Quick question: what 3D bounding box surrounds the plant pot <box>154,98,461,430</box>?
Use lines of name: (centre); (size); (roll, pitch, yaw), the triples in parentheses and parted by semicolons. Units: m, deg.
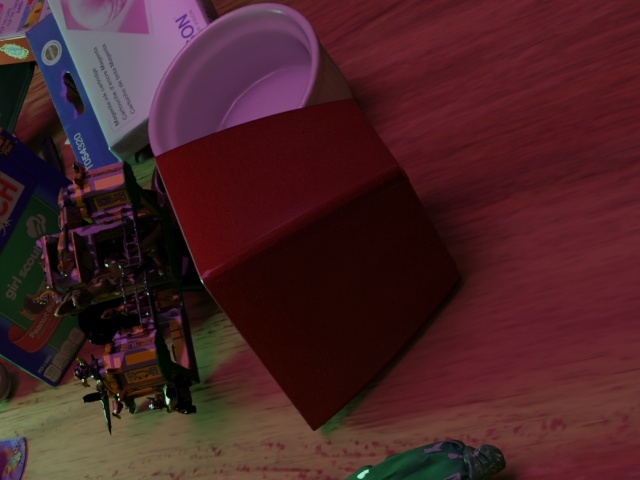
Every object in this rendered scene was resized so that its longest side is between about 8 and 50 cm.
plant pot: (0.000, 0.000, 1.355); (0.235, 0.267, 0.267); (-31, 38, 2)

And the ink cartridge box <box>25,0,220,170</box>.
ink cartridge box: (-0.317, -0.307, 1.888); (0.330, 0.071, 0.324); (-33, 67, 16)

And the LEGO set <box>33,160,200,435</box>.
LEGO set: (-0.285, 0.077, 1.501); (0.192, 0.255, 0.331); (-15, 82, 6)

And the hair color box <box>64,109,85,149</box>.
hair color box: (-0.364, -0.222, 2.082); (0.093, 0.053, 0.167); (4, 60, 48)

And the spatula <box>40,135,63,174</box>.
spatula: (-0.462, -0.101, 2.093); (0.084, 0.030, 0.296); (-43, 37, 12)

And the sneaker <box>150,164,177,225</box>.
sneaker: (-0.195, -0.040, 1.693); (0.066, 0.071, 0.188); (-26, 46, -19)

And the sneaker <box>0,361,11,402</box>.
sneaker: (-0.595, 0.220, 1.903); (0.282, 0.153, 0.099); (14, 62, 18)

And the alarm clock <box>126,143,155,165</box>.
alarm clock: (-0.303, -0.189, 1.964); (0.129, 0.064, 0.192); (-45, 44, -10)

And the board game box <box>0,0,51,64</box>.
board game box: (-0.474, -0.431, 2.127); (0.316, 0.064, 0.242); (0, 57, 31)

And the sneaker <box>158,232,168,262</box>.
sneaker: (-0.238, -0.007, 1.751); (0.073, 0.063, 0.162); (-19, 46, 29)

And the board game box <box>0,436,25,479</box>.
board game box: (-0.497, 0.342, 1.728); (0.168, 0.033, 0.133); (-14, 48, 39)

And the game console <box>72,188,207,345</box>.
game console: (-0.190, 0.033, 1.629); (0.361, 0.044, 0.213); (-4, 83, 29)

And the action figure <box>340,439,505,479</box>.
action figure: (0.082, 0.258, 1.178); (0.232, 0.063, 0.137); (-33, 37, 27)

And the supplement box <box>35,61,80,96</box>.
supplement box: (-0.410, -0.394, 2.219); (0.191, 0.129, 0.194); (-8, 53, 42)

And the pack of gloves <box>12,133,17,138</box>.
pack of gloves: (-0.711, -0.149, 2.401); (0.232, 0.046, 0.195); (-51, 50, -2)

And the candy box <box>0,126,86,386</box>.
candy box: (-0.452, 0.016, 1.734); (0.122, 0.317, 0.268); (11, 66, 50)

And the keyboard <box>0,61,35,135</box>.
keyboard: (-0.619, -0.241, 2.257); (0.201, 0.033, 0.317); (48, 121, 37)

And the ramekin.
ramekin: (-0.088, -0.175, 1.650); (0.277, 0.135, 0.277); (-17, 56, 27)
